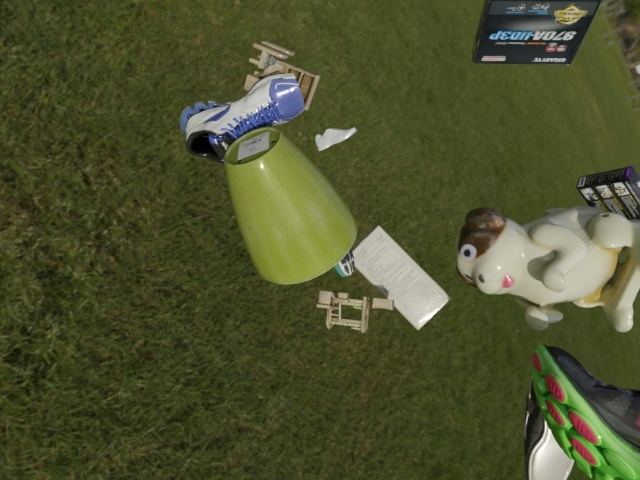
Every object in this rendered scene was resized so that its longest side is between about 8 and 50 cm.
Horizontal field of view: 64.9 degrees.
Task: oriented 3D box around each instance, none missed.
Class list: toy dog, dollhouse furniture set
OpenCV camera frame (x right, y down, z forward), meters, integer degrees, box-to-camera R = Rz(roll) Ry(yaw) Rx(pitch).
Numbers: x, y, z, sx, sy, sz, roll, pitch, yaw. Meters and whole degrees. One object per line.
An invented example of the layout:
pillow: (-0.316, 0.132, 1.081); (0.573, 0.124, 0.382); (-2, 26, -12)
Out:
toy dog: (0.543, 0.026, 1.251); (0.285, 0.407, 0.396); (88, 2, -49)
dollhouse furniture set: (-0.111, -0.433, 1.428); (0.160, 0.212, 0.242); (23, 29, 1)
dollhouse furniture set: (0.098, 0.203, 1.393); (0.161, 0.181, 0.101); (30, 64, -70)

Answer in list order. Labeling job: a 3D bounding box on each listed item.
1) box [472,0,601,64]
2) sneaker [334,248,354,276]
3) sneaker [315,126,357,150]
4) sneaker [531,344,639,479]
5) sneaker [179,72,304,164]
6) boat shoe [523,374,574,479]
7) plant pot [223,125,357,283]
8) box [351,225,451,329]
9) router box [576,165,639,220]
box: (0.453, -0.461, 1.080); (0.175, 0.220, 0.051); (84, 11, -62)
sneaker: (0.000, 0.000, 1.500); (0.275, 0.110, 0.107); (52, 26, 12)
sneaker: (0.048, -0.351, 1.681); (0.061, 0.152, 0.053); (68, 22, -7)
sneaker: (0.581, 0.349, 0.886); (0.202, 0.483, 0.185); (-24, 127, -19)
sneaker: (-0.183, -0.262, 1.185); (0.182, 0.315, 0.127); (-101, 171, -45)
boat shoe: (0.576, 0.471, 1.277); (0.095, 0.112, 0.336); (-51, 147, -87)
plant pot: (-0.093, -0.098, 1.145); (0.294, 0.274, 0.275); (62, 33, -38)
box: (0.237, 0.109, 1.560); (0.311, 0.148, 0.121); (47, 5, 3)
router box: (0.772, -0.106, 1.304); (0.179, 0.133, 0.046); (41, 63, -25)
